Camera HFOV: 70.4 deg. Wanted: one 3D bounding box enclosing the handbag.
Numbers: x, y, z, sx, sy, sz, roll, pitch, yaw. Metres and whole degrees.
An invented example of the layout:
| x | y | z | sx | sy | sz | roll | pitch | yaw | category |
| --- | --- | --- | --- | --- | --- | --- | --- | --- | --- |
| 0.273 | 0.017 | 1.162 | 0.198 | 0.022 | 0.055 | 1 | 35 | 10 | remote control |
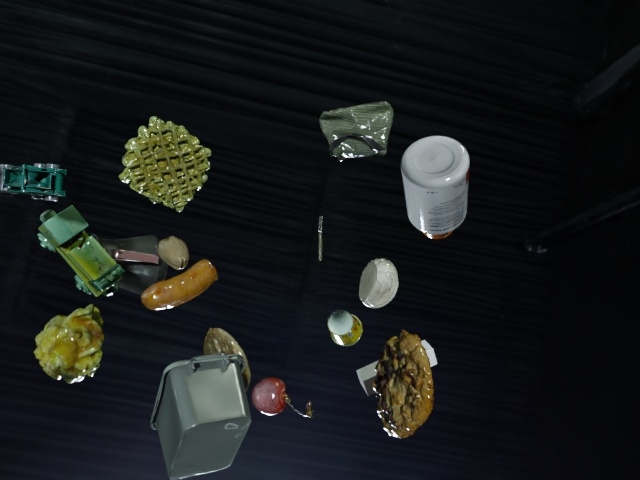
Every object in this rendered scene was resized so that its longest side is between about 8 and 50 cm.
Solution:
| x | y | z | sx | sy | sz | roll | pitch | yaw | category |
| --- | --- | --- | --- | --- | --- | --- | --- | --- | --- |
| 0.177 | -0.508 | 2.126 | 0.247 | 0.341 | 0.240 | -29 | 113 | -79 | handbag |

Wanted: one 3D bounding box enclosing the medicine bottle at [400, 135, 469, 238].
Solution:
| x | y | z | sx | sy | sz | roll | pitch | yaw | category |
| --- | --- | --- | --- | --- | --- | --- | --- | --- | --- |
| 0.296 | -0.117 | 1.161 | 0.288 | 0.157 | 0.156 | 65 | 31 | -56 | medicine bottle |

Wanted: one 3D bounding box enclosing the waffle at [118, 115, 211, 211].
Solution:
| x | y | z | sx | sy | sz | roll | pitch | yaw | category |
| --- | --- | --- | --- | --- | --- | --- | --- | --- | --- |
| -0.543 | -0.271 | 1.626 | 0.073 | 0.317 | 0.297 | 21 | -98 | 44 | waffle |

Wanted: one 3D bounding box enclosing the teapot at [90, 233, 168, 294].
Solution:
| x | y | z | sx | sy | sz | roll | pitch | yaw | category |
| --- | --- | --- | --- | --- | --- | --- | --- | --- | --- |
| -0.934 | 0.104 | 2.175 | 0.376 | 0.362 | 0.305 | -14 | -107 | 49 | teapot |

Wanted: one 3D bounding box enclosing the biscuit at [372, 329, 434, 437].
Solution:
| x | y | z | sx | sy | sz | roll | pitch | yaw | category |
| --- | --- | --- | --- | --- | --- | --- | --- | --- | --- |
| 0.235 | 0.434 | 1.376 | 0.289 | 0.081 | 0.333 | -105 | -154 | -50 | biscuit |

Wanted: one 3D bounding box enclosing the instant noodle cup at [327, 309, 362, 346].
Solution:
| x | y | z | sx | sy | sz | roll | pitch | yaw | category |
| --- | --- | --- | --- | --- | --- | --- | --- | --- | --- |
| 0.122 | 0.456 | 2.411 | 0.144 | 0.182 | 0.182 | 60 | 37 | -59 | instant noodle cup |

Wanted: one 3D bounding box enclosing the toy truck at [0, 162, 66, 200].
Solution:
| x | y | z | sx | sy | sz | roll | pitch | yaw | category |
| --- | --- | --- | --- | --- | --- | --- | --- | --- | --- |
| -0.877 | -0.180 | 1.335 | 0.116 | 0.216 | 0.110 | 70 | 24 | -89 | toy truck |

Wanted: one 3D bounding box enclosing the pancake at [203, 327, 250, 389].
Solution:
| x | y | z | sx | sy | sz | roll | pitch | yaw | category |
| --- | --- | --- | --- | --- | --- | --- | --- | --- | --- |
| -0.425 | 0.544 | 2.018 | 0.065 | 0.356 | 0.355 | -20 | 136 | -42 | pancake |

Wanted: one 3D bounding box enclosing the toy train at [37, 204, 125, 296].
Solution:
| x | y | z | sx | sy | sz | roll | pitch | yaw | category |
| --- | --- | --- | --- | --- | --- | --- | --- | --- | --- |
| -0.898 | 0.048 | 1.710 | 0.253 | 0.397 | 0.160 | -9 | -151 | 52 | toy train |

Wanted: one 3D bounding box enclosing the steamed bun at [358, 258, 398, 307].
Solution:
| x | y | z | sx | sy | sz | roll | pitch | yaw | category |
| --- | --- | --- | --- | --- | --- | --- | --- | --- | --- |
| 0.215 | 0.152 | 1.622 | 0.183 | 0.106 | 0.182 | -162 | -90 | -74 | steamed bun |

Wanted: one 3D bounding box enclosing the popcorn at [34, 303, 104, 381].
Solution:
| x | y | z | sx | sy | sz | roll | pitch | yaw | category |
| --- | --- | --- | --- | --- | --- | --- | --- | --- | --- |
| -1.127 | 0.467 | 2.054 | 0.274 | 0.279 | 0.335 | 109 | -39 | -63 | popcorn |

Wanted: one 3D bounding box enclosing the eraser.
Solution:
| x | y | z | sx | sy | sz | roll | pitch | yaw | category |
| --- | --- | --- | --- | --- | --- | --- | --- | --- | --- |
| 0.294 | 0.489 | 1.750 | 0.078 | 0.298 | 0.076 | -130 | -161 | -69 | eraser |

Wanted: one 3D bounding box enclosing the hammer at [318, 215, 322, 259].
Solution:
| x | y | z | sx | sy | sz | roll | pitch | yaw | category |
| --- | --- | --- | --- | --- | --- | --- | --- | --- | --- |
| 0.000 | 0.000 | 1.516 | 0.198 | 0.013 | 0.062 | 90 | 3 | -53 | hammer |

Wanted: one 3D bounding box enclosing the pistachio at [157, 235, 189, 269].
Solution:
| x | y | z | sx | sy | sz | roll | pitch | yaw | category |
| --- | --- | --- | --- | --- | --- | --- | --- | --- | --- |
| -0.572 | 0.050 | 1.771 | 0.185 | 0.108 | 0.126 | 28 | -65 | 50 | pistachio |

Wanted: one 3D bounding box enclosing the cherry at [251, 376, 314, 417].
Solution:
| x | y | z | sx | sy | sz | roll | pitch | yaw | category |
| --- | --- | --- | --- | --- | --- | --- | --- | --- | --- |
| -0.112 | 0.456 | 1.324 | 0.090 | 0.226 | 0.106 | 35 | 56 | -52 | cherry |

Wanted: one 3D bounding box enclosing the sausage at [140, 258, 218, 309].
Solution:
| x | y | z | sx | sy | sz | roll | pitch | yaw | category |
| --- | --- | --- | --- | --- | --- | --- | --- | --- | --- |
| -0.472 | 0.156 | 1.527 | 0.271 | 0.109 | 0.108 | -27 | 143 | -44 | sausage |

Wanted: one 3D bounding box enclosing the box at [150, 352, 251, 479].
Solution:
| x | y | z | sx | sy | sz | roll | pitch | yaw | category |
| --- | --- | --- | --- | --- | --- | --- | --- | --- | --- |
| -0.230 | 0.349 | 0.888 | 0.135 | 0.163 | 0.243 | 60 | -44 | 41 | box |
